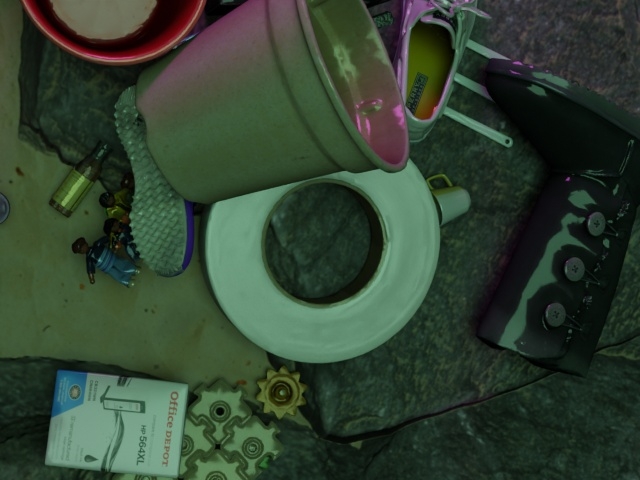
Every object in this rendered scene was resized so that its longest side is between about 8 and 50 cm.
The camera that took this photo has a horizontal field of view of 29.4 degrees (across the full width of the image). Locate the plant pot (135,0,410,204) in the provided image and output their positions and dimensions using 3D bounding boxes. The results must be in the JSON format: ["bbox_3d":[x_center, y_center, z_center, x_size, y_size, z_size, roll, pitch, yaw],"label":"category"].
[{"bbox_3d":[-0.081,-0.202,1.733,0.305,0.334,0.334,-20,100,20],"label":"plant pot"}]

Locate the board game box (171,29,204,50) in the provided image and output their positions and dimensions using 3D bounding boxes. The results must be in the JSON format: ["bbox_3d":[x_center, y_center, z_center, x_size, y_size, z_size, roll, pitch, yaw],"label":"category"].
[{"bbox_3d":[-0.159,-0.258,1.925,0.103,0.026,0.154,-27,99,-11],"label":"board game box"}]

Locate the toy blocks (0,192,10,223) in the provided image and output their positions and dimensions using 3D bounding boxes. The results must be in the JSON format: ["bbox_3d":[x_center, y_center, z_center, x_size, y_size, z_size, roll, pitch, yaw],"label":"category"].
[{"bbox_3d":[-0.607,-0.026,1.717,0.288,0.260,0.309,36,86,-13],"label":"toy blocks"}]

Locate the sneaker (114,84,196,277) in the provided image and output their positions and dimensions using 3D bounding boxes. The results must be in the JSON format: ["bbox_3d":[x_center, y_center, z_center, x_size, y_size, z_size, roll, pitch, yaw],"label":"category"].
[{"bbox_3d":[-0.215,-0.089,1.859,0.146,0.102,0.293,5,73,-56],"label":"sneaker"}]

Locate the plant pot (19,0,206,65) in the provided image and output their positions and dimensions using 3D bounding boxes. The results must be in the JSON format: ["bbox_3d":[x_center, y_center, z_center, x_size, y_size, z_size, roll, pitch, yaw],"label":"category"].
[{"bbox_3d":[-0.309,-0.383,1.770,0.275,0.243,0.275,-1,95,-13],"label":"plant pot"}]

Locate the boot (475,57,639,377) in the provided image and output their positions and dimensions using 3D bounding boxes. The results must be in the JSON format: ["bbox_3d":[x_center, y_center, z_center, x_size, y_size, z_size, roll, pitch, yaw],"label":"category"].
[{"bbox_3d":[0.355,-0.032,2.009,0.367,0.146,0.445,23,92,-16],"label":"boot"}]

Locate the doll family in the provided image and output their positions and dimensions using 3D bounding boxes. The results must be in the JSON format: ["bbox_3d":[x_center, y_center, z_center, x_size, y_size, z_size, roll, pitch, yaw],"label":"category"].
[{"bbox_3d":[-0.305,-0.019,1.865,0.111,0.076,0.193,36,50,-32],"label":"doll family"}]

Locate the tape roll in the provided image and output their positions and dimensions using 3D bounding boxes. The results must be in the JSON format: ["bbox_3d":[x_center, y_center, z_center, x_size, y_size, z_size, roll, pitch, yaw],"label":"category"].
[{"bbox_3d":[0.000,0.000,1.951,0.392,0.072,0.392,-2,96,-15],"label":"tape roll"}]

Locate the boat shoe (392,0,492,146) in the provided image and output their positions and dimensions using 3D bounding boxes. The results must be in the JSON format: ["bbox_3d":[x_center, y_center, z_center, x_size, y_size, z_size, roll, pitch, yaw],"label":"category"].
[{"bbox_3d":[0.182,-0.333,1.901,0.136,0.156,0.367,23,73,-11],"label":"boat shoe"}]

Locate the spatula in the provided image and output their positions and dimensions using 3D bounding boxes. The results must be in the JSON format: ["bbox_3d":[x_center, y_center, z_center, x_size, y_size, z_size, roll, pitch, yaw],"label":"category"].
[{"bbox_3d":[0.242,-0.267,2.024,0.242,0.019,0.168,24,87,-14],"label":"spatula"}]

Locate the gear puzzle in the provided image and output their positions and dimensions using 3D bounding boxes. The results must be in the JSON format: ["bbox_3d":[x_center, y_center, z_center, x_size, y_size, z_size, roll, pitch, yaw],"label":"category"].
[{"bbox_3d":[-0.164,0.321,1.961,0.339,0.044,0.175,-42,92,-11],"label":"gear puzzle"}]

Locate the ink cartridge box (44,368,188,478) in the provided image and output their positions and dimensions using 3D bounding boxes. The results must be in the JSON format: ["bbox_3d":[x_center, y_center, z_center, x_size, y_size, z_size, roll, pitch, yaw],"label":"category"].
[{"bbox_3d":[-0.309,0.281,1.876,0.203,0.086,0.148,6,81,-6],"label":"ink cartridge box"}]

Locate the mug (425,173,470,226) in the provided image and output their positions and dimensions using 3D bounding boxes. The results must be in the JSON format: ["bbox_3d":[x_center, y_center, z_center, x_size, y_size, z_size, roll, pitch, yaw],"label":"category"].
[{"bbox_3d":[0.210,-0.069,2.011,0.064,0.062,0.078,-19,105,-19],"label":"mug"}]

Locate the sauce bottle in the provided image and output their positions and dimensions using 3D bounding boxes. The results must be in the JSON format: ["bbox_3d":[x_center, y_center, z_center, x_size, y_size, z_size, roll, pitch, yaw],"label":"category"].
[{"bbox_3d":[-0.366,-0.097,1.881,0.042,0.042,0.128,38,83,-13],"label":"sauce bottle"}]

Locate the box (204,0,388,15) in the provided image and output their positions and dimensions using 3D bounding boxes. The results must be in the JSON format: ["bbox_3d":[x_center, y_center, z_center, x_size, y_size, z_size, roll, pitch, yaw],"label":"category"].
[{"bbox_3d":[-0.039,-0.426,1.870,0.270,0.165,0.143,-5,95,-12],"label":"box"}]

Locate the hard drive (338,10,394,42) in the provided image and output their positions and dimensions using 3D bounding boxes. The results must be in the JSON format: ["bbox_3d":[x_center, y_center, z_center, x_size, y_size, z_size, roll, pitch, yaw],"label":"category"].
[{"bbox_3d":[0.052,-0.329,1.914,0.094,0.135,0.022,-22,99,-11],"label":"hard drive"}]
